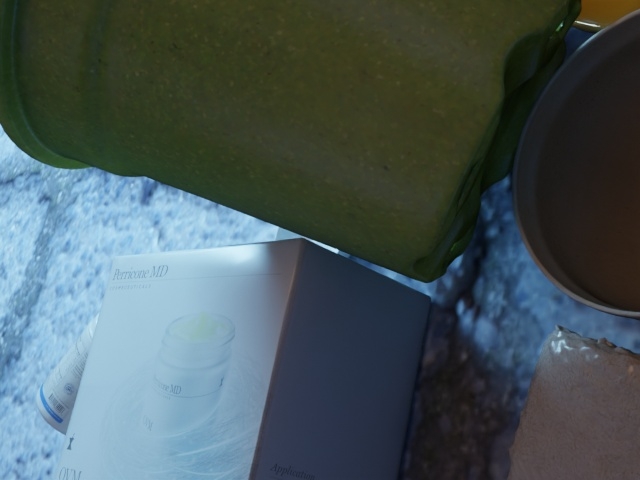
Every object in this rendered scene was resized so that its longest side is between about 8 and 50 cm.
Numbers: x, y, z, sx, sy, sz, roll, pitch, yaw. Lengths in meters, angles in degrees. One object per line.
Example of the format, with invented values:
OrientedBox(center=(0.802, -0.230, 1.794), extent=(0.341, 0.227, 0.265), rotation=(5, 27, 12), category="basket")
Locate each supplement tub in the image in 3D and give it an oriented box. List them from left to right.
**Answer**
OrientedBox(center=(-0.207, 0.125, 0.889), extent=(0.107, 0.071, 0.071), rotation=(-49, 42, 17), category="supplement tub")

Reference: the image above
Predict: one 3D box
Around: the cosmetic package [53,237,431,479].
OrientedBox(center=(-0.063, 0.128, 0.677), extent=(0.224, 0.138, 0.225), rotation=(-6, 65, 46), category="cosmetic package")

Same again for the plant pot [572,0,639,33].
OrientedBox(center=(0.198, -0.247, 0.525), extent=(0.187, 0.205, 0.205), rotation=(-30, 39, -12), category="plant pot")

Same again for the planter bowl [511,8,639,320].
OrientedBox(center=(0.195, -0.027, 0.490), extent=(0.162, 0.109, 0.162), rotation=(-20, 59, 38), category="planter bowl")

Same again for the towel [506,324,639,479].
OrientedBox(center=(0.186, 0.155, 0.432), extent=(0.282, 0.049, 0.187), rotation=(16, 88, 56), category="towel")

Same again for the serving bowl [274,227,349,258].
OrientedBox(center=(0.000, 0.000, 0.758), extent=(0.083, 0.027, 0.083), rotation=(-25, 53, 38), category="serving bowl")

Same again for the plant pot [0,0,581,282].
OrientedBox(center=(-0.002, -0.111, 0.559), extent=(0.253, 0.276, 0.276), rotation=(29, 94, 14), category="plant pot")
